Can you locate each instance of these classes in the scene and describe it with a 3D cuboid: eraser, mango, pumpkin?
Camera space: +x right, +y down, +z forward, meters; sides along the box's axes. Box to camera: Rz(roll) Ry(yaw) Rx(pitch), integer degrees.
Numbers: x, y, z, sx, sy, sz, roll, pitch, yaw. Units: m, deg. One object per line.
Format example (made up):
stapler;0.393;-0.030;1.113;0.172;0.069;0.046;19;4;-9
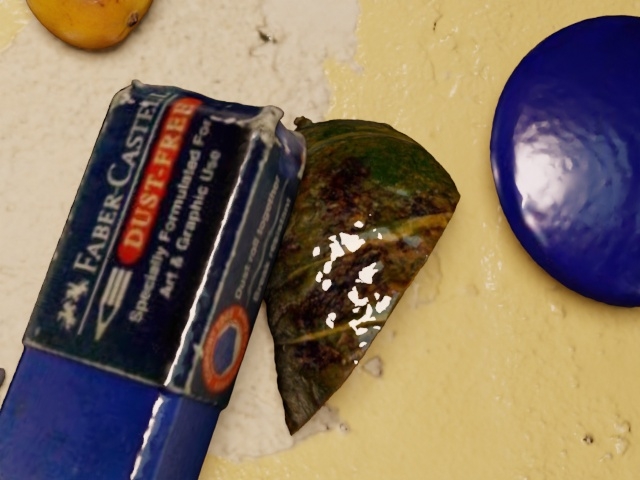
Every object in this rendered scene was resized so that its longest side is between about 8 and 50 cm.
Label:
eraser;-0.130;0.043;0.723;0.155;0.101;0.332;13;77;22
mango;-0.186;-0.238;0.779;0.115;0.089;0.164;6;80;-2
pumpkin;-0.001;0.002;0.782;0.163;0.111;0.278;35;77;-3

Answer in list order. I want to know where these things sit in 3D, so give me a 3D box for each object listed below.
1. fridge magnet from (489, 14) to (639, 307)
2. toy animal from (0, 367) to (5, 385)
fridge magnet;0.274;-0.071;0.857;0.266;0.113;0.265;2;82;-15
toy animal;-0.342;0.001;0.670;0.367;0.081;0.205;34;76;-29
